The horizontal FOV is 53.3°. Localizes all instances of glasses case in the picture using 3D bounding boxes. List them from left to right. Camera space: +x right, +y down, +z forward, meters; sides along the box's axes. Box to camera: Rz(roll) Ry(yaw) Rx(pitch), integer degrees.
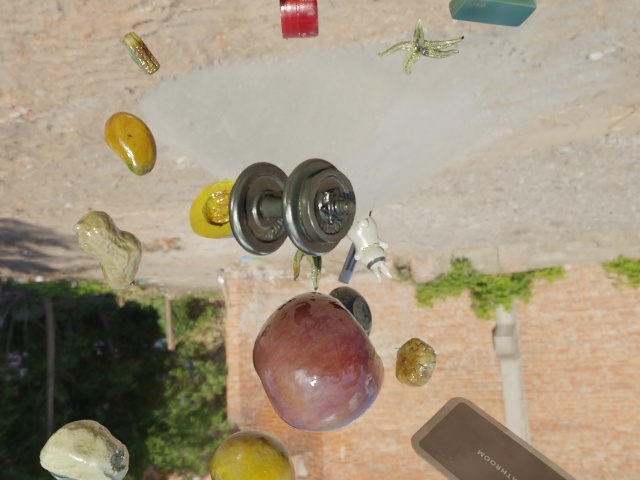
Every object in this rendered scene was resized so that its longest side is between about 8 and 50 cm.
[{"bbox_3d":[0.380,-0.517,1.408,0.184,0.039,0.078,-1,162,-21],"label":"glasses case"}]

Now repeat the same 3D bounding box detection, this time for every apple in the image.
[{"bbox_3d":[-0.009,0.256,1.325,0.235,0.305,0.306,-35,172,-6],"label":"apple"}]

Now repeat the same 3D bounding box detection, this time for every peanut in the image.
[{"bbox_3d":[-0.649,0.022,1.991,0.143,0.159,0.291,23,147,38],"label":"peanut"}]

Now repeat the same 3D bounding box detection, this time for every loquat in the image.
[{"bbox_3d":[-0.187,0.614,1.667,0.244,0.244,0.244,-3,170,0],"label":"loquat"}]

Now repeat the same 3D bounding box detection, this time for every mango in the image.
[{"bbox_3d":[-0.454,-0.239,1.551,0.115,0.165,0.089,-42,179,-45],"label":"mango"}]

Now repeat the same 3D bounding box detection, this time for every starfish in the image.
[{"bbox_3d":[-0.002,0.000,2.128,0.078,0.347,0.358,13,-179,23],"label":"starfish"},{"bbox_3d":[0.255,-0.499,1.641,0.223,0.050,0.217,-9,167,0],"label":"starfish"}]

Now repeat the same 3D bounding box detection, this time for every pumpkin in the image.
[{"bbox_3d":[-0.286,-0.082,1.982,0.217,0.217,0.110,-6,152,21],"label":"pumpkin"}]

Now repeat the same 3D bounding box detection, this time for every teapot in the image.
[{"bbox_3d":[0.017,0.241,1.854,0.251,0.183,0.183,-19,163,30],"label":"teapot"}]

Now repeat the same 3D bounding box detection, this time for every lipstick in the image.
[{"bbox_3d":[0.099,0.073,2.096,0.040,0.141,0.040,22,170,4],"label":"lipstick"}]

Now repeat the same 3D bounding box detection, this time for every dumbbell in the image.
[{"bbox_3d":[-0.061,-0.063,1.254,0.290,0.192,0.192,2,175,37],"label":"dumbbell"}]

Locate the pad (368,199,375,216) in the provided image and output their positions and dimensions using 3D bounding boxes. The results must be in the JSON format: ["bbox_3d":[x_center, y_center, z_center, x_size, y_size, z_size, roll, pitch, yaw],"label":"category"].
[{"bbox_3d":[0.147,-0.061,1.915,0.006,0.113,0.188,13,-161,5],"label":"pad"}]

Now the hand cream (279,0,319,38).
[{"bbox_3d":[-0.071,-0.755,2.076,0.125,0.193,0.193,-3,170,1],"label":"hand cream"}]

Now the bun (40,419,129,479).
[{"bbox_3d":[-0.585,0.533,1.610,0.220,0.134,0.220,8,145,6],"label":"bun"}]

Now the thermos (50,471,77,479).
[{"bbox_3d":[-0.671,0.681,1.835,0.145,0.182,0.286,4,138,10],"label":"thermos"}]

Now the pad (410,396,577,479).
[{"bbox_3d":[0.291,0.371,1.043,0.266,0.002,0.176,35,-140,27],"label":"pad"}]

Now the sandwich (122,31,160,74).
[{"bbox_3d":[-0.424,-0.439,1.495,0.036,0.105,0.093,-41,-150,-11],"label":"sandwich"}]

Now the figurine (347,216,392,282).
[{"bbox_3d":[0.117,0.022,1.451,0.081,0.146,0.098,-23,180,7],"label":"figurine"}]

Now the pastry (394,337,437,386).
[{"bbox_3d":[0.288,0.370,1.934,0.081,0.153,0.153,29,152,-35],"label":"pastry"}]
